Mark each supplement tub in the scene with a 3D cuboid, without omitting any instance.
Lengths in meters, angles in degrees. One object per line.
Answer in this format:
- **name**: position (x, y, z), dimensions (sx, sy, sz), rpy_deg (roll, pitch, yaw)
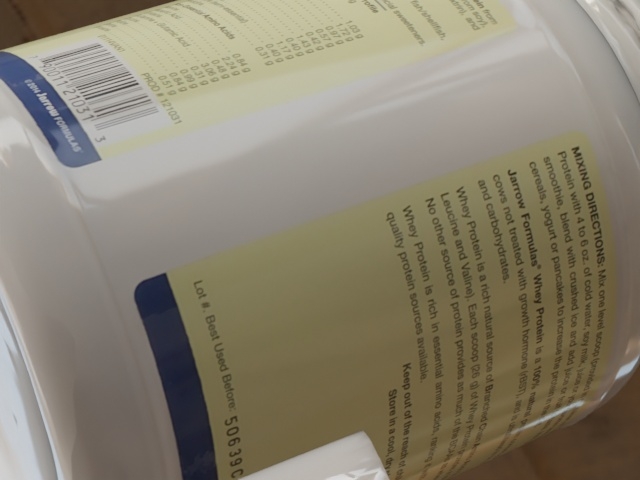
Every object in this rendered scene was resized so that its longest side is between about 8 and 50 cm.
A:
- **supplement tub**: position (0.000, 0.000, 0.715), dimensions (0.325, 0.235, 0.235), rpy_deg (-20, -44, -24)

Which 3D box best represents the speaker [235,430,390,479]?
- **speaker**: position (-0.039, 0.101, 0.447), dimensions (0.136, 0.055, 0.055), rpy_deg (-21, -49, -5)
